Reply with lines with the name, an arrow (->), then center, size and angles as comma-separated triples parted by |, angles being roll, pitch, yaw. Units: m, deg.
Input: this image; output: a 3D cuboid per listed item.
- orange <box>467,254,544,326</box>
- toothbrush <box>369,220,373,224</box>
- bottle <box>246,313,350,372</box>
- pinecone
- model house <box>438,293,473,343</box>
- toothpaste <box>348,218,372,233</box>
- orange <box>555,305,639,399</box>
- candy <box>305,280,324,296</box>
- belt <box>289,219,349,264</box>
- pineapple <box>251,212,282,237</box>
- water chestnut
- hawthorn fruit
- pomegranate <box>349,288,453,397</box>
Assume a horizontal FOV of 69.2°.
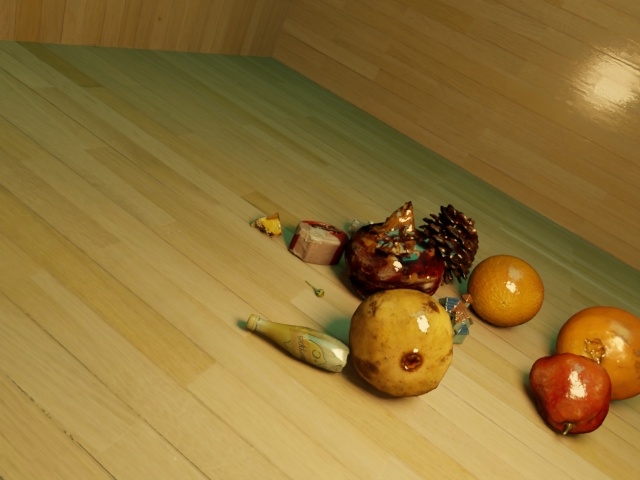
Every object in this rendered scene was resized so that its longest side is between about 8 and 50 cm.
orange -> 0.674, 0.182, 1.696 | 0.275, 0.274, 0.274 | 20, 30, -12
toothbrush -> 0.232, -0.024, 1.925 | 0.022, 0.017, 0.204 | -2, 35, -10
bottle -> -0.061, 0.255, 1.183 | 0.270, 0.083, 0.083 | 21, 29, 0
pinecone -> 0.472, 0.026, 1.772 | 0.242, 0.295, 0.298 | 22, -8, 17
model house -> 0.443, 0.240, 1.534 | 0.120, 0.148, 0.148 | 13, 30, -20
toothpaste -> 0.242, 0.000, 1.765 | 0.299, 0.114, 0.073 | 28, -10, 34
orange -> 0.973, 0.381, 1.578 | 0.312, 0.312, 0.312 | 20, 30, -12
candy -> -0.021, 0.149, 1.449 | 0.083, 0.025, 0.023 | 34, 1, 30
belt -> 0.000, 0.000, 1.595 | 0.201, 0.124, 0.128 | 10, 32, -29
pineapple -> -0.182, -0.060, 1.604 | 0.114, 0.077, 0.114 | 2, 31, -15
water chestnut -> 0.249, 0.041, 1.517 | 0.336, 0.346, 0.335 | 13, 26, -6
hawthorn fruit -> 0.737, 0.463, 1.374 | 0.224, 0.224, 0.260 | 25, 52, -2
pomegranate -> 0.207, 0.263, 1.202 | 0.281, 0.281, 0.281 | 20, 30, -12
